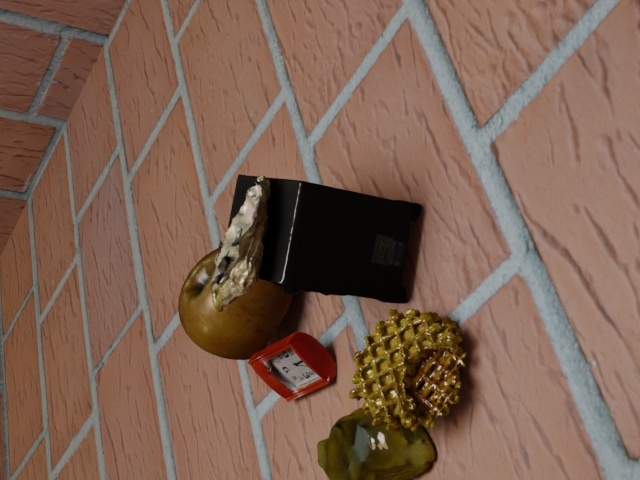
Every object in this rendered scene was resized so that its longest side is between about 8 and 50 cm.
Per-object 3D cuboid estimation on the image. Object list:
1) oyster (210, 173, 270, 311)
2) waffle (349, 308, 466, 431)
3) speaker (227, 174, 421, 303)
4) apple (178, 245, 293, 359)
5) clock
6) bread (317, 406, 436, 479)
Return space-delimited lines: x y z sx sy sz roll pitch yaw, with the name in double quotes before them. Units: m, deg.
"oyster" -0.114 -0.001 1.569 0.133 0.072 0.209 -42 26 53
"waffle" 0.135 0.195 1.534 0.197 0.070 0.193 -10 57 38
"speaker" 0.000 0.000 1.681 0.232 0.254 0.184 11 90 58
"apple" -0.156 0.121 1.950 0.237 0.207 0.237 -40 33 32
"clock" -0.047 0.228 1.854 0.155 0.113 0.061 -31 16 51
"bread" 0.077 0.343 1.626 0.233 0.088 0.161 -53 38 35
